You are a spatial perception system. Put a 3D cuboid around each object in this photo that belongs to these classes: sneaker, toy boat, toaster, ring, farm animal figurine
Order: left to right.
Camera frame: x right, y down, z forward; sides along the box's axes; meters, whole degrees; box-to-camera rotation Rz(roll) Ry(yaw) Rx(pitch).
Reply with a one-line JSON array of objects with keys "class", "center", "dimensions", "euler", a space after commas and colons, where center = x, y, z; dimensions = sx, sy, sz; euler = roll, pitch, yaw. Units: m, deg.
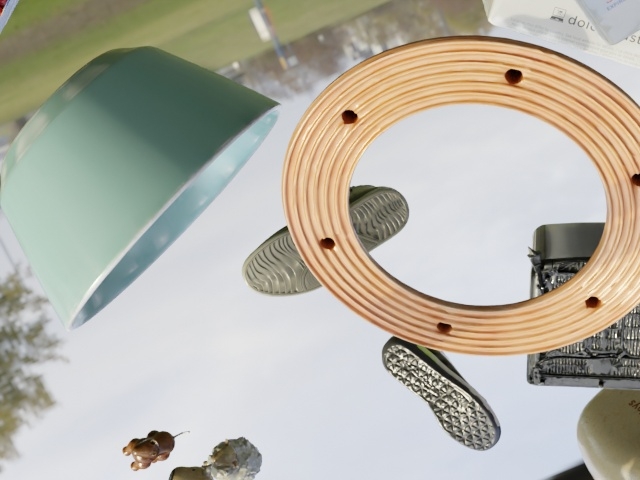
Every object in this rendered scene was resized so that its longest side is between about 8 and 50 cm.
[{"class": "farm animal figurine", "center": [-0.217, 0.484, 2.105], "dimensions": [0.327, 0.330, 0.172], "euler": [18, 144, -37]}, {"class": "sneaker", "center": [0.000, 0.000, 1.496], "dimensions": [0.222, 0.083, 0.118], "euler": [-25, -168, -8]}, {"class": "sneaker", "center": [0.198, 0.217, 1.833], "dimensions": [0.084, 0.234, 0.097], "euler": [-50, 169, 31]}, {"class": "ring", "center": [0.133, -0.030, 1.016], "dimensions": [0.337, 0.336, 0.032], "euler": [-19, -147, 27]}, {"class": "toaster", "center": [0.311, 0.068, 1.324], "dimensions": [0.168, 0.185, 0.110], "euler": [0, -153, 8]}, {"class": "toy boat", "center": [0.472, 0.217, 1.385], "dimensions": [0.318, 0.148, 0.267], "euler": [-35, -154, 0]}]

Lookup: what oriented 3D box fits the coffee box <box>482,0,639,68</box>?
[{"class": "coffee box", "center": [0.431, -0.451, 1.652], "dimensions": [0.338, 0.334, 0.338], "euler": [16, -156, -3]}]

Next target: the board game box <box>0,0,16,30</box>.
[{"class": "board game box", "center": [-0.367, -0.294, 1.384], "dimensions": [0.133, 0.033, 0.168], "euler": [-44, -156, 53]}]

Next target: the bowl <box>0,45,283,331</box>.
[{"class": "bowl", "center": [-0.201, -0.074, 1.197], "dimensions": [0.311, 0.163, 0.311], "euler": [-48, -179, 1]}]

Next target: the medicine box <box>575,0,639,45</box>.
[{"class": "medicine box", "center": [0.334, -0.396, 1.226], "dimensions": [0.263, 0.149, 0.289], "euler": [-31, -129, 18]}]
